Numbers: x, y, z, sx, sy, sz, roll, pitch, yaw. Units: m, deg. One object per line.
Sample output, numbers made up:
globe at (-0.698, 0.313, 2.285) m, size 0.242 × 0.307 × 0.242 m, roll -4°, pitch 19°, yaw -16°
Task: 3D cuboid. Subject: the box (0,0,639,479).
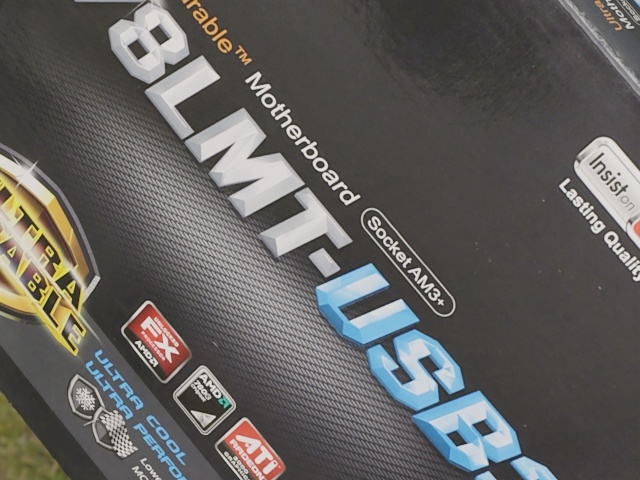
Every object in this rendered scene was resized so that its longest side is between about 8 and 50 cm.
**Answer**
box at (0.000, 0.000, 0.578) m, size 0.295 × 0.293 × 0.073 m, roll 51°, pitch 39°, yaw 6°
